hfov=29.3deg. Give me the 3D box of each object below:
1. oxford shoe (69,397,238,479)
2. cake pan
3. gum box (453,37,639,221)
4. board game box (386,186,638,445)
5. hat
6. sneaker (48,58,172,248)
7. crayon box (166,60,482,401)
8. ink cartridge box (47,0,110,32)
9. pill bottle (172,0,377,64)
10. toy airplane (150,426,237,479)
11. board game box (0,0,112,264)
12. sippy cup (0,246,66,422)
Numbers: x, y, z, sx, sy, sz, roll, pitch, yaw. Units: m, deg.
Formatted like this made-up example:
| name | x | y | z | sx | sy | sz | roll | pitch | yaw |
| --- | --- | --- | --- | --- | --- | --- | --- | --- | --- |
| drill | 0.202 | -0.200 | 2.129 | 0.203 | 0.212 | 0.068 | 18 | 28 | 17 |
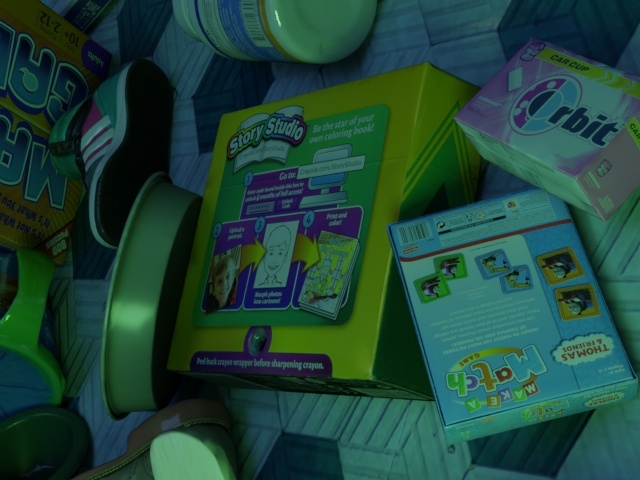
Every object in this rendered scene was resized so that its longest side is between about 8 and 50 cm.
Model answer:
| name | x | y | z | sx | sy | sz | roll | pitch | yaw |
| --- | --- | --- | --- | --- | --- | --- | --- | --- | --- |
| oxford shoe | -0.220 | 0.326 | 1.423 | 0.348 | 0.123 | 0.130 | -47 | 47 | 31 |
| cake pan | -0.185 | 0.068 | 1.422 | 0.293 | 0.054 | 0.293 | 10 | -90 | -85 |
| gum box | 0.212 | -0.103 | 1.076 | 0.107 | 0.062 | 0.188 | -46 | 36 | -5 |
| board game box | 0.157 | 0.057 | 1.044 | 0.160 | 0.039 | 0.211 | -14 | 52 | 1 |
| hat | -0.392 | 0.364 | 1.711 | 0.208 | 0.183 | 0.173 | -32 | 41 | -18 |
| sneaker | -0.313 | -0.104 | 1.736 | 0.178 | 0.124 | 0.295 | -23 | 49 | 40 |
| crayon box | 0.000 | 0.000 | 1.298 | 0.363 | 0.106 | 0.313 | -5 | 69 | 52 |
| ink cartridge box | -0.346 | -0.553 | 2.044 | 0.324 | 0.071 | 0.330 | -37 | 44 | 38 |
| pill bottle | -0.067 | -0.292 | 1.484 | 0.272 | 0.152 | 0.152 | 15 | 86 | 55 |
| toy airplane | -0.062 | 0.407 | 1.036 | 0.386 | 0.272 | 0.384 | 39 | 124 | 30 |
| board game box | -0.592 | -0.191 | 1.848 | 0.356 | 0.356 | 0.356 | 4 | 76 | 27 |
| sippy cup | -0.488 | 0.142 | 1.789 | 0.305 | 0.240 | 0.224 | -19 | 41 | 9 |
